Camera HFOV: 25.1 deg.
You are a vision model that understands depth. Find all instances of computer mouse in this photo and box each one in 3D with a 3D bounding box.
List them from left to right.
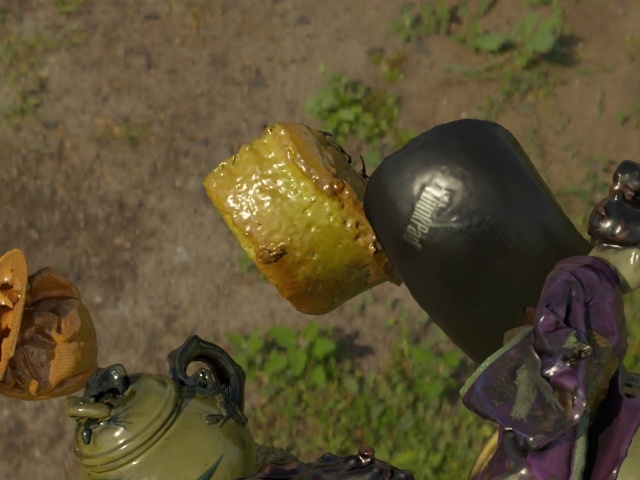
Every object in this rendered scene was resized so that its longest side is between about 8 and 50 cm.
[{"bbox_3d":[0.164,0.012,1.396,0.170,0.269,0.100,-31,32,17],"label":"computer mouse"}]

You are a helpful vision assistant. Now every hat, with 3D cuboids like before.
[{"bbox_3d":[-0.376,0.167,2.079,0.233,0.233,0.244,24,5,-30],"label":"hat"}]

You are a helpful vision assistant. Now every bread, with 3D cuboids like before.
[{"bbox_3d":[0.001,-0.003,1.554,0.160,0.260,0.147,-29,54,5],"label":"bread"}]

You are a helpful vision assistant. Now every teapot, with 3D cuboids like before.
[{"bbox_3d":[-0.152,0.183,1.322,0.173,0.182,0.269,-14,31,37],"label":"teapot"}]

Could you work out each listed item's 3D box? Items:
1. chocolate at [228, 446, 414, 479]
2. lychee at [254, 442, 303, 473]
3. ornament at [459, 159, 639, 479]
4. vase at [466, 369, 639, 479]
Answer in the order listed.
[{"bbox_3d":[0.008,0.192,0.909,0.133,0.156,0.156,-30,57,-23],"label":"chocolate"},{"bbox_3d":[-0.093,0.311,1.702,0.171,0.171,0.171,3,48,-4],"label":"lychee"},{"bbox_3d":[0.092,0.062,0.529,0.081,0.088,0.203,43,65,-11],"label":"ornament"},{"bbox_3d":[0.220,0.253,1.159,0.241,0.302,0.329,8,7,-30],"label":"vase"}]
